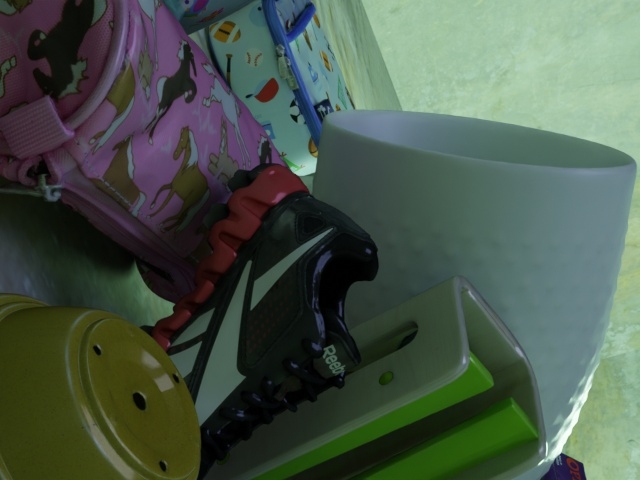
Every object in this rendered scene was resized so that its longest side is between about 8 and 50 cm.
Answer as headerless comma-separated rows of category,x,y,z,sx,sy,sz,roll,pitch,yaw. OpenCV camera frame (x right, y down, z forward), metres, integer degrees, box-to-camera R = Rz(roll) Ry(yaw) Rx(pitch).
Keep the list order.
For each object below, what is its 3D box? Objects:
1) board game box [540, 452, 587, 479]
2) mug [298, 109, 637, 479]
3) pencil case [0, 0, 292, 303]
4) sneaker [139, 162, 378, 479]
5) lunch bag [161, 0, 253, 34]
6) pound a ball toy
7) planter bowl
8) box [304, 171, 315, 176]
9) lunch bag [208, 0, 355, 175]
board game box,0.138,0.376,1.283,0.056,0.347,0.208,24,35,-24
mug,0.071,0.059,1.239,0.276,0.374,0.328,-34,133,-72
pencil case,-0.131,-0.068,0.980,0.160,0.167,0.386,35,-4,22
sneaker,-0.052,0.084,0.924,0.276,0.135,0.098,-60,158,-14
lunch bag,-0.092,-0.261,1.108,0.160,0.223,0.262,51,-12,-4
pound a ball toy,0.024,0.177,1.090,0.208,0.319,0.136,48,25,-31
planter bowl,-0.130,0.106,0.763,0.217,0.090,0.217,50,22,-29
box,0.000,0.000,1.454,0.182,0.181,0.119,-65,137,-73
lunch bag,-0.045,-0.213,1.735,0.303,0.115,0.243,-73,143,-72
